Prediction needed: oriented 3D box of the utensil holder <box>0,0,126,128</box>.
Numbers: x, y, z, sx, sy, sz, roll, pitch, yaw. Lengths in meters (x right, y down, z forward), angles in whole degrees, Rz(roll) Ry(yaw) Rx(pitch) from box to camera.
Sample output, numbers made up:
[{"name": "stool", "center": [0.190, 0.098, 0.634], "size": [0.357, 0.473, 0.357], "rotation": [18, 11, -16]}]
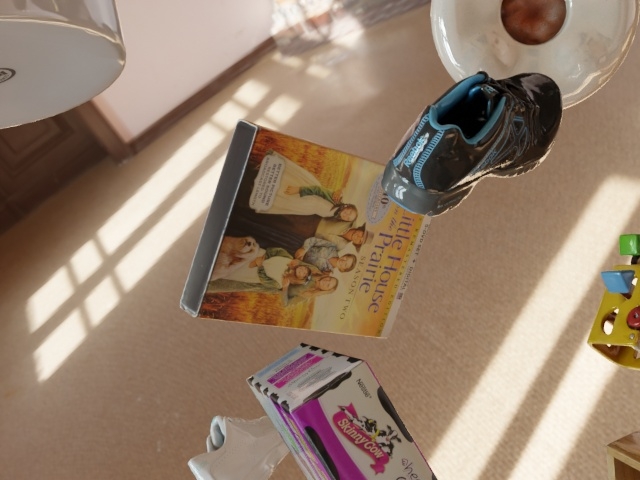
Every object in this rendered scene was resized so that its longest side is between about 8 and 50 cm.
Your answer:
[{"name": "utensil holder", "center": [-0.392, -0.339, 0.854], "size": [0.327, 0.385, 0.327], "rotation": [-15, -6, -2]}]

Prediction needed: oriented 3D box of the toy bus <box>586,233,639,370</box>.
[{"name": "toy bus", "center": [0.427, 0.072, 1.086], "size": [0.202, 0.191, 0.104], "rotation": [-17, 7, -32]}]

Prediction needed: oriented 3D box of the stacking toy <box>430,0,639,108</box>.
[{"name": "stacking toy", "center": [0.383, -0.425, 1.600], "size": [0.350, 0.351, 0.480], "rotation": [-29, 6, 9]}]

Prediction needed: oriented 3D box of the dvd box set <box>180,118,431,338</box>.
[{"name": "dvd box set", "center": [0.000, 0.000, 1.356], "size": [0.062, 0.420, 0.308], "rotation": [28, 102, 48]}]

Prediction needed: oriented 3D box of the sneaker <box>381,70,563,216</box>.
[{"name": "sneaker", "center": [0.225, -0.151, 1.057], "size": [0.125, 0.140, 0.341], "rotation": [40, 51, 19]}]

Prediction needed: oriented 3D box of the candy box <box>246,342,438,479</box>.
[{"name": "candy box", "center": [0.021, 0.175, 0.699], "size": [0.071, 0.159, 0.233], "rotation": [-32, 4, -14]}]

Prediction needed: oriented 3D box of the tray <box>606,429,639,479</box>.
[{"name": "tray", "center": [0.516, 0.396, 0.964], "size": [0.076, 0.203, 0.411], "rotation": [-16, 16, -20]}]

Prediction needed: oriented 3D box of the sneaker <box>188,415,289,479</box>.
[{"name": "sneaker", "center": [-0.087, 0.237, 0.979], "size": [0.080, 0.094, 0.212], "rotation": [-52, -5, 18]}]
